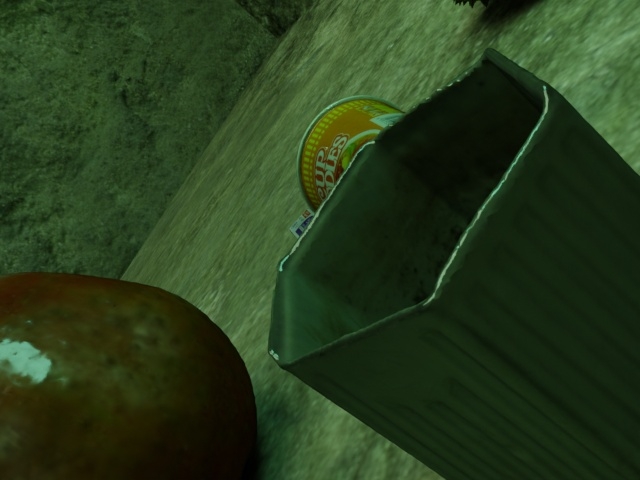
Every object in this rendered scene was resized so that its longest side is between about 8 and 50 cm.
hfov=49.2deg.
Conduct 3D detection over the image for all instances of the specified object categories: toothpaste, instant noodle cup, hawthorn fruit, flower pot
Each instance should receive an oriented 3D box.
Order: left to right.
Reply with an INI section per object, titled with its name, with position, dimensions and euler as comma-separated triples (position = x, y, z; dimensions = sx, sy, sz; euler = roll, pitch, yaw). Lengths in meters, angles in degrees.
[hawthorn fruit]
position = -0.279, 0.199, 0.716
dimensions = 0.403, 0.402, 0.403
euler = -44, 20, 21
[toothpaste]
position = 0.000, 0.000, 0.964
dimensions = 0.047, 0.040, 0.196
euler = -47, 19, 0
[instant noodle cup]
position = 0.082, -0.069, 0.757
dimensions = 0.168, 0.168, 0.185
euler = -52, 27, -1
[flower pot]
position = 0.107, 0.026, 0.443
dimensions = 0.239, 0.189, 0.209
euler = -34, 26, 45

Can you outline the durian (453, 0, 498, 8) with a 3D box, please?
[durian]
position = 0.262, -0.466, 0.970
dimensions = 0.291, 0.224, 0.291
euler = 12, -90, -84
